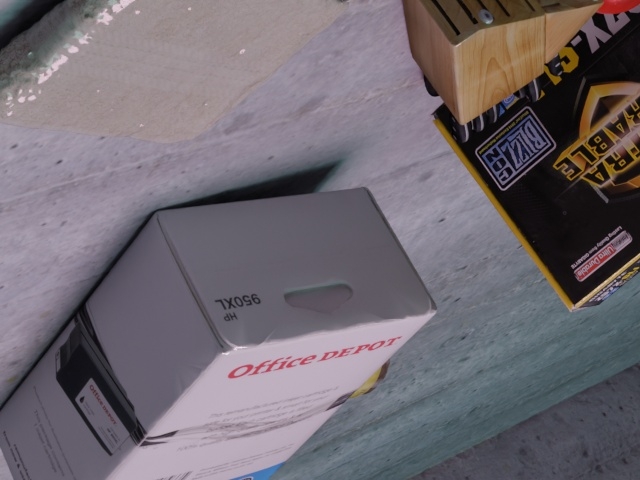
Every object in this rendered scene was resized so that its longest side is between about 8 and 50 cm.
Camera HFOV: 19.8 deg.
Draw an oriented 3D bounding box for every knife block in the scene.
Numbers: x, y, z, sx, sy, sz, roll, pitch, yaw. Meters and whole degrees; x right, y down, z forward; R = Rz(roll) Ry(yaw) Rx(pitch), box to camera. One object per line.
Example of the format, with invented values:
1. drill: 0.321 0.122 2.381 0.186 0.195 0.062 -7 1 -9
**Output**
1. knife block: 0.128 -0.165 1.668 0.276 0.088 0.242 -18 157 -46

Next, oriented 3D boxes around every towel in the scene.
1. towel: -0.110 -0.147 1.320 0.187 0.049 0.282 -40 162 21

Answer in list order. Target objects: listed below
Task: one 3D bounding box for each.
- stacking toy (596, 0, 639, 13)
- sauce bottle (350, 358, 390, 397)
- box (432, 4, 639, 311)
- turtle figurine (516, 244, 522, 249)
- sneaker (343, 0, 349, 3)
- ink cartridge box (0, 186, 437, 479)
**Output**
1. stacking toy: 0.304 -0.285 1.574 0.141 0.141 0.330 -27 177 -25
2. sauce bottle: -0.025 0.149 2.235 0.111 0.111 0.344 -40 165 19
3. box: 0.307 -0.126 1.833 0.322 0.257 0.079 -41 162 25
4. turtle figurine: 0.309 -0.096 2.184 0.234 0.118 0.175 -44 -176 -25
5. sneaker: 0.000 -0.203 1.251 0.105 0.115 0.281 -45 161 33
6. ink cartridge box: -0.114 0.130 1.860 0.285 0.166 0.395 -9 151 -42
